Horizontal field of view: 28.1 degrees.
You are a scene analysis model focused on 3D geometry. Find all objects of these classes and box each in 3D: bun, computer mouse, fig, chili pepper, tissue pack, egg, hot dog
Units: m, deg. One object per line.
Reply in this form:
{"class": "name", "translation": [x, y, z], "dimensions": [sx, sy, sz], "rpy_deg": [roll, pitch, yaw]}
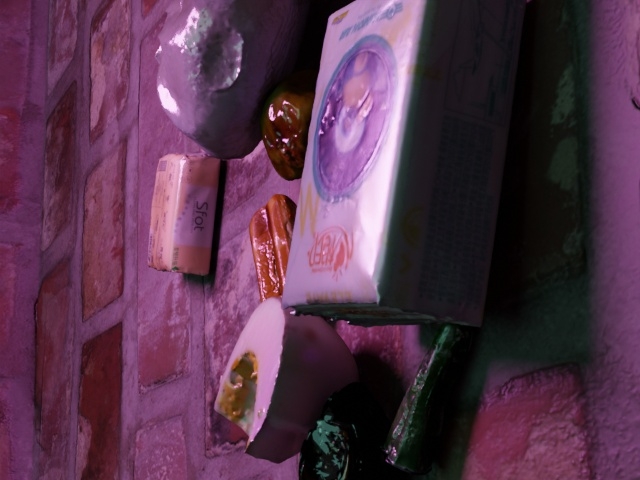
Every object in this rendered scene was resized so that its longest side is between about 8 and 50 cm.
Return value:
{"class": "bun", "translation": [-0.136, -0.293, 1.891], "dimensions": [0.354, 0.194, 0.354], "rpy_deg": [17, -90, -87]}
{"class": "computer mouse", "translation": [0.045, 0.293, 1.574], "dimensions": [0.077, 0.146, 0.242], "rpy_deg": [8, 99, 51]}
{"class": "fig", "translation": [-0.013, -0.170, 1.804], "dimensions": [0.154, 0.144, 0.166], "rpy_deg": [67, -160, -57]}
{"class": "chili pepper", "translation": [0.134, 0.159, 1.500], "dimensions": [0.088, 0.059, 0.227], "rpy_deg": [-111, 38, -72]}
{"class": "tissue pack", "translation": [0.091, -0.097, 1.491], "dimensions": [0.287, 0.162, 0.388], "rpy_deg": [-10, 69, 65]}
{"class": "egg", "translation": [-0.025, 0.192, 1.690], "dimensions": [0.271, 0.161, 0.206], "rpy_deg": [174, 114, -72]}
{"class": "tissue pack", "translation": [-0.249, -0.051, 2.320], "dimensions": [0.186, 0.090, 0.222], "rpy_deg": [-178, 95, -67]}
{"class": "hot dog", "translation": [-0.049, 0.043, 1.894], "dimensions": [0.104, 0.076, 0.250], "rpy_deg": [-48, 41, 34]}
